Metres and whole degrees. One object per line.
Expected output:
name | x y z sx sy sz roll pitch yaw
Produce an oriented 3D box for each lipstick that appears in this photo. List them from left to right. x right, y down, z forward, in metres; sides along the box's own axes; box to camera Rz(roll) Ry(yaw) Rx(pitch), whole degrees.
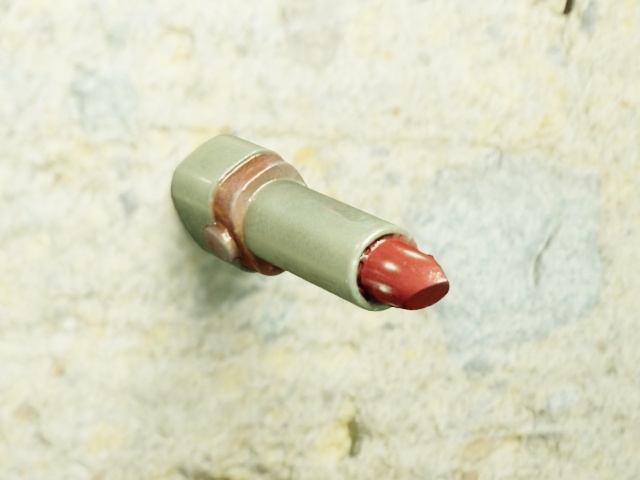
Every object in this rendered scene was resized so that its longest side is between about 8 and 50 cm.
lipstick | -0.001 0.001 0.945 0.057 0.186 0.063 -39 124 -19
